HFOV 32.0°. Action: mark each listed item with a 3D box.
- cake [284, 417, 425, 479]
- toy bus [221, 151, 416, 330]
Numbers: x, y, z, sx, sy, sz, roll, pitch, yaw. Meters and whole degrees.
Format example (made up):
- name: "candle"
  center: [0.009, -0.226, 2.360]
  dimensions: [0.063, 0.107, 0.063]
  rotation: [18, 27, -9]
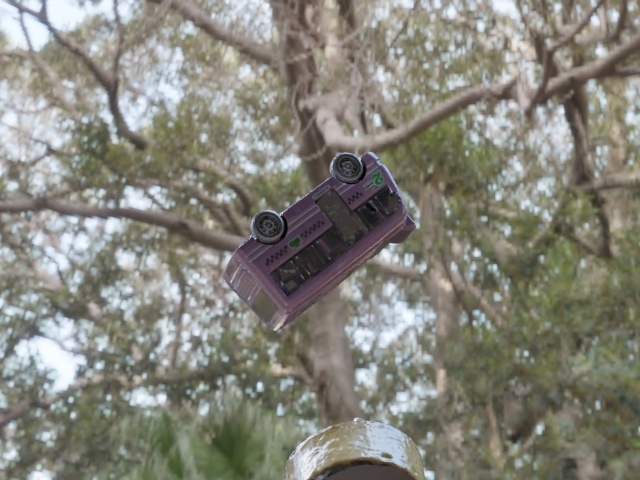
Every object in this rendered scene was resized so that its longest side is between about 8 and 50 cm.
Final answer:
- name: "cake"
  center: [0.039, 0.329, 1.543]
  dimensions: [0.207, 0.178, 0.185]
  rotation: [-37, -63, 4]
- name: "toy bus"
  center: [0.000, 0.000, 1.048]
  dimensions: [0.098, 0.178, 0.087]
  rotation: [48, -24, 8]
